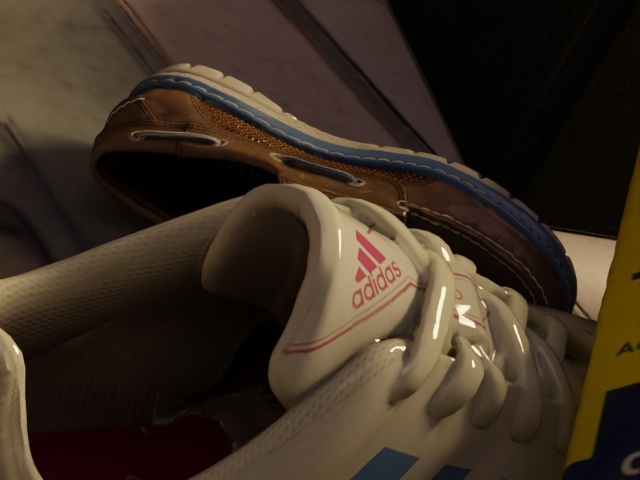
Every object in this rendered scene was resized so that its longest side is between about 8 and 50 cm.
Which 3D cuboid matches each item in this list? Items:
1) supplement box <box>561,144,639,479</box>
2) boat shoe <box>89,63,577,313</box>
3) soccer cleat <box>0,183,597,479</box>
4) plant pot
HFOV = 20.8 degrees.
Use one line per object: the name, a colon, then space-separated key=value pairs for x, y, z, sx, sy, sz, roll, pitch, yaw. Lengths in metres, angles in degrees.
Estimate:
supplement box: x=0.219 y=0.030 z=0.531 sx=0.195 sy=0.194 sz=0.356 roll=60 pitch=27 yaw=-19
boat shoe: x=0.000 y=0.000 z=0.625 sx=0.183 sy=0.066 sz=0.066 roll=22 pitch=36 yaw=15
soccer cleat: x=0.022 y=0.050 z=0.486 sx=0.331 sy=0.143 sz=0.116 roll=-4 pitch=42 yaw=-37
plant pot: x=0.165 y=-0.117 z=0.795 sx=0.188 sy=0.167 sz=0.187 roll=10 pitch=36 yaw=-23
